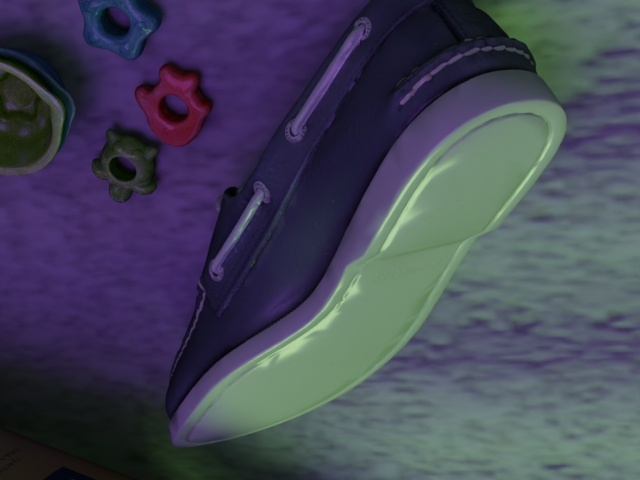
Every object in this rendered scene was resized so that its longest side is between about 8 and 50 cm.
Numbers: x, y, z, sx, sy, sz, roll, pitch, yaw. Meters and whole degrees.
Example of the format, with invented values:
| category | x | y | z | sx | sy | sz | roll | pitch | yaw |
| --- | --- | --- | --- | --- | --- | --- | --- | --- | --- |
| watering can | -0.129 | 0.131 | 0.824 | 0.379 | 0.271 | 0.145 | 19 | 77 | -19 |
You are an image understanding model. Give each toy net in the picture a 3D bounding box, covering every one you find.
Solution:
| category | x | y | z | sx | sy | sz | roll | pitch | yaw |
| --- | --- | --- | --- | --- | --- | --- | --- | --- | --- |
| toy net | -0.094 | -0.111 | 0.604 | 0.122 | 0.045 | 0.232 | 32 | 126 | -6 |

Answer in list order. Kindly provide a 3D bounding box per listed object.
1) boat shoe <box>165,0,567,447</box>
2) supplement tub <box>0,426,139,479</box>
| category | x | y | z | sx | sy | sz | roll | pitch | yaw |
| --- | --- | --- | --- | --- | --- | --- | --- | --- | --- |
| boat shoe | 0.000 | 0.000 | 0.641 | 0.319 | 0.116 | 0.099 | -52 | 55 | 43 |
| supplement tub | -0.191 | 0.229 | 0.730 | 0.316 | 0.228 | 0.228 | 17 | 127 | 15 |
